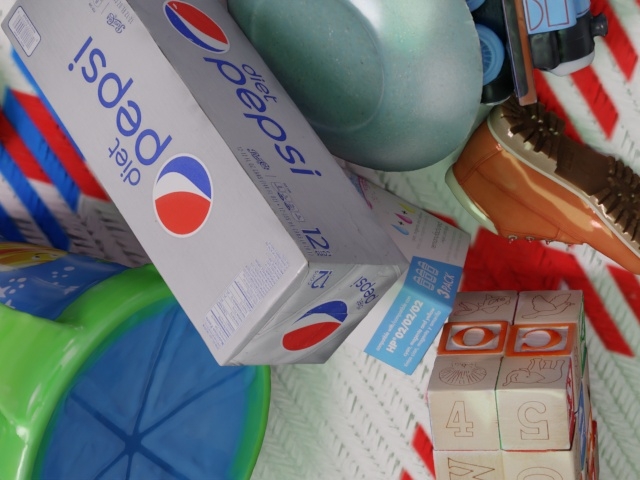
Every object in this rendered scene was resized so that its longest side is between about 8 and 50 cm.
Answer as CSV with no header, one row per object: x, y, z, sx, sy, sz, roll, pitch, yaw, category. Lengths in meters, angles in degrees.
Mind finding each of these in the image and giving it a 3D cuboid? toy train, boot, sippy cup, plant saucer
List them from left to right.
-0.189,0.100,1.211,0.224,0.240,0.305,21,129,33,sippy cup
0.008,-0.119,1.123,0.195,0.037,0.195,24,134,28,plant saucer
0.112,-0.169,1.101,0.105,0.080,0.184,-8,116,9,toy train
0.156,-0.020,1.188,0.158,0.059,0.084,38,128,-6,boot

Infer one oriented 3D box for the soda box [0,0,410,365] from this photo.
-0.073,-0.060,1.097,0.091,0.098,0.286,-50,60,27,soda box

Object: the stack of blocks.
0.138,0.183,1.228,0.087,0.171,0.297,-2,116,13,stack of blocks

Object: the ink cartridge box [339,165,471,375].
0.000,0.000,1.197,0.181,0.104,0.061,27,119,-4,ink cartridge box
